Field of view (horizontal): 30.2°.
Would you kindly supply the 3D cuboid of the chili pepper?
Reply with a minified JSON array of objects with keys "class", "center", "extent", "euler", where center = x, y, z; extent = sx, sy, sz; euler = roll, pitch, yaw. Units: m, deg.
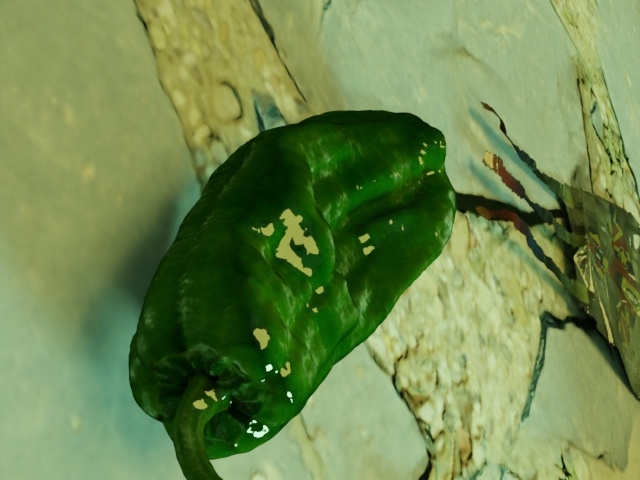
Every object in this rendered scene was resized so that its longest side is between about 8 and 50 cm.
[{"class":"chili pepper","center":[-0.002,0.004,0.454],"extent":[0.100,0.074,0.257],"euler":[63,34,-13]}]

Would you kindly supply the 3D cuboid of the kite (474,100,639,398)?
[{"class":"kite","center":[0.161,0.004,0.738],"extent":[0.245,0.015,0.141],"euler":[35,46,-43]}]
